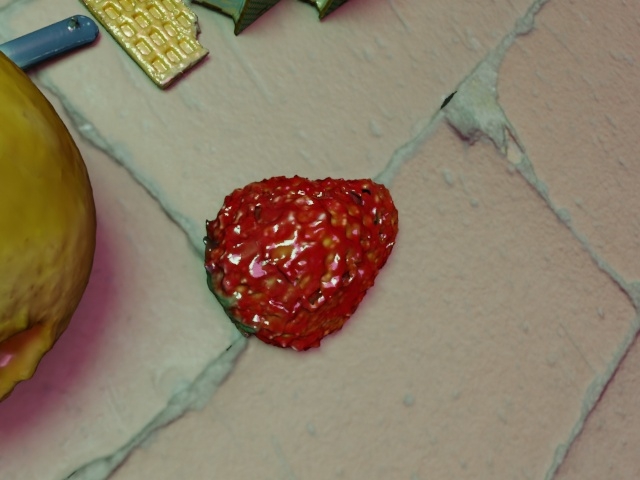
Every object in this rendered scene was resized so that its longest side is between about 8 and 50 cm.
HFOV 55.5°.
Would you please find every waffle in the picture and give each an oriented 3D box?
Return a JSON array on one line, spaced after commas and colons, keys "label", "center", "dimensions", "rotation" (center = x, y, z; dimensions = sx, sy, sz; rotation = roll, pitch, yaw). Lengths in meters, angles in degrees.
[{"label": "waffle", "center": [-0.183, -0.236, 0.654], "dimensions": [0.135, 0.021, 0.092], "rotation": [47, 67, -6]}]

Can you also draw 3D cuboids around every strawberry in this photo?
[{"label": "strawberry", "center": [0.000, 0.000, 0.628], "dimensions": [0.237, 0.111, 0.190], "rotation": [-30, 88, -24]}]

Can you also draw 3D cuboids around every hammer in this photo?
[{"label": "hammer", "center": [-0.300, -0.178, 0.581], "dimensions": [0.194, 0.069, 0.116], "rotation": [-38, 93, -31]}]

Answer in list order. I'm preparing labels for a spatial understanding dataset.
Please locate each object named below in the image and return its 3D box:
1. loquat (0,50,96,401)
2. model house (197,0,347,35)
[{"label": "loquat", "center": [-0.321, -0.012, 0.401], "dimensions": [0.329, 0.328, 0.328], "rotation": [4, 78, -20]}, {"label": "model house", "center": [-0.009, -0.358, 0.668], "dimensions": [0.207, 0.178, 0.270], "rotation": [18, 70, -18]}]
